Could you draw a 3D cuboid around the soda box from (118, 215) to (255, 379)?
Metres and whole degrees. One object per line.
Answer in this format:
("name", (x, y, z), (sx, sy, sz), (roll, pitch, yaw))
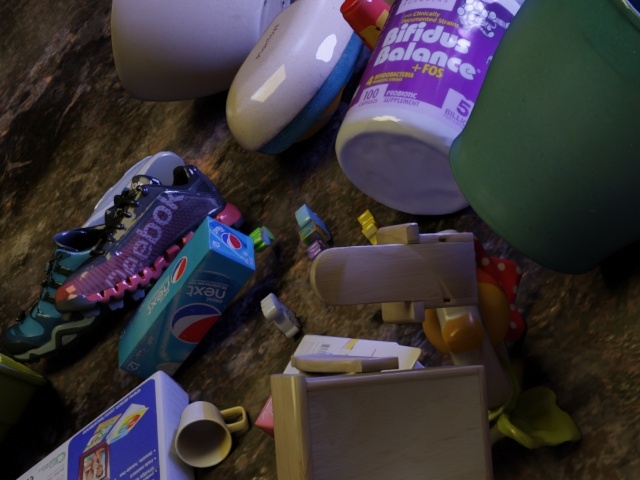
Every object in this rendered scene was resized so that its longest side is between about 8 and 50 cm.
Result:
("soda box", (-0.164, 0.076, 1.922), (0.210, 0.067, 0.071), (-52, 26, 25))

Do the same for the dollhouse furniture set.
("dollhouse furniture set", (-0.021, 0.149, 1.387), (0.355, 0.174, 0.303), (-8, 85, 62))

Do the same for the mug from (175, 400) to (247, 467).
("mug", (-0.125, 0.213, 1.779), (0.064, 0.078, 0.062), (-109, 32, -67))

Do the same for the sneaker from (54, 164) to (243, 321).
("sneaker", (-0.232, -0.004, 1.996), (0.276, 0.135, 0.097), (-34, 12, -26))

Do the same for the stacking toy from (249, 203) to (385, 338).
("stacking toy", (0.000, 0.000, 1.865), (0.167, 0.052, 0.221), (-40, 28, 13))

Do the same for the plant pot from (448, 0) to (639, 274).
("plant pot", (0.262, -0.116, 1.457), (0.255, 0.272, 0.271), (-50, 25, 30))

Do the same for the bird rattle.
("bird rattle", (0.147, 0.076, 1.436), (0.143, 0.207, 0.253), (-11, 49, 15))

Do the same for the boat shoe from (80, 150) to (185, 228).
("boat shoe", (-0.280, -0.034, 2.260), (0.227, 0.079, 0.081), (-49, 20, -11))

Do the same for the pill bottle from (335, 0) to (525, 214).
("pill bottle", (0.140, -0.191, 1.777), (0.169, 0.169, 0.301), (-14, 45, 45))

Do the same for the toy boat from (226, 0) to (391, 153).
("toy boat", (0.016, -0.217, 2.029), (0.318, 0.148, 0.267), (-18, 35, 53))

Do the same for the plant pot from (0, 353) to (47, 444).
("plant pot", (-0.601, 0.267, 2.090), (0.366, 0.366, 0.353), (14, 78, 58))

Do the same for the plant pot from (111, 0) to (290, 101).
("plant pot", (-0.154, -0.328, 2.282), (0.191, 0.284, 0.284), (11, 57, 17))

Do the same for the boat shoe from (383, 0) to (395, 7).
("boat shoe", (0.182, -0.329, 1.969), (0.092, 0.103, 0.285), (-38, 7, -35))

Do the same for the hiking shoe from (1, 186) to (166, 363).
("hiking shoe", (-0.327, 0.048, 2.139), (0.304, 0.132, 0.113), (-35, 18, 18))

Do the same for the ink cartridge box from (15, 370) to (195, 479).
("ink cartridge box", (-0.267, 0.339, 1.799), (0.303, 0.072, 0.307), (-37, 33, 18))

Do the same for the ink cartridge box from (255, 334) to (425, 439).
("ink cartridge box", (0.035, 0.163, 1.600), (0.198, 0.067, 0.115), (1, 55, 55))
